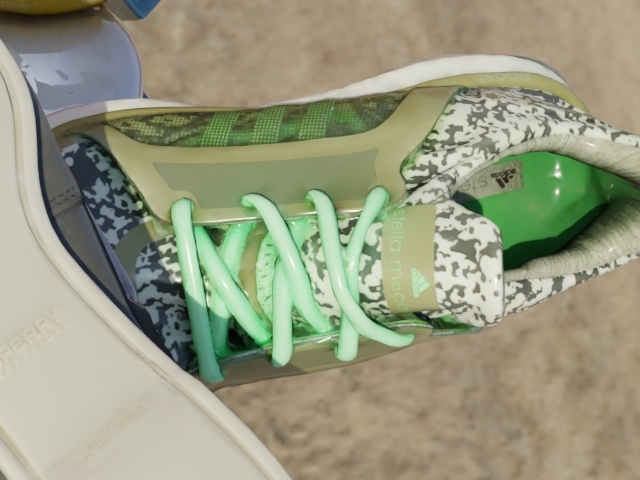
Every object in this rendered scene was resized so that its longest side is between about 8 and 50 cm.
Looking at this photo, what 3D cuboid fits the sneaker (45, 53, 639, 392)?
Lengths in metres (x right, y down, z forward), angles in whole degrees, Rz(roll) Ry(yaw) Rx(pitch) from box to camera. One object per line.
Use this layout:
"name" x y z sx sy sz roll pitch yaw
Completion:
"sneaker" 0.000 0.000 0.806 0.410 0.182 0.158 -20 104 -28

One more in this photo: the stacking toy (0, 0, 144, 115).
"stacking toy" -0.158 -0.255 1.026 0.350 0.350 0.480 -56 150 -59

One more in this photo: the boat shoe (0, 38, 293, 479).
"boat shoe" -0.124 0.026 0.674 0.335 0.112 0.095 53 -22 13

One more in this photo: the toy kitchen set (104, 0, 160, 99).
"toy kitchen set" -0.126 -0.150 1.629 0.166 0.122 0.207 -51 119 -25
